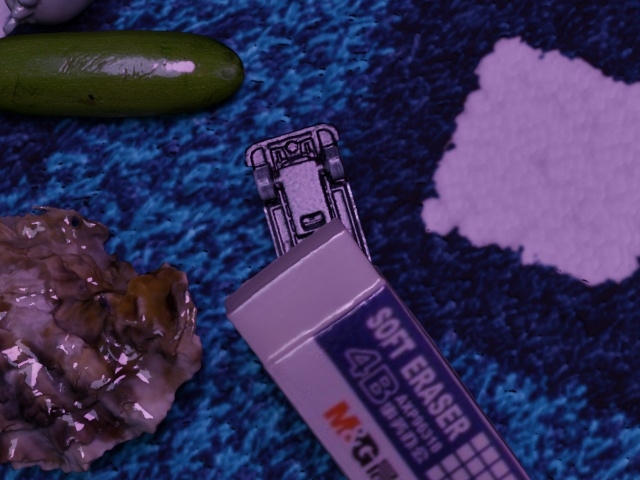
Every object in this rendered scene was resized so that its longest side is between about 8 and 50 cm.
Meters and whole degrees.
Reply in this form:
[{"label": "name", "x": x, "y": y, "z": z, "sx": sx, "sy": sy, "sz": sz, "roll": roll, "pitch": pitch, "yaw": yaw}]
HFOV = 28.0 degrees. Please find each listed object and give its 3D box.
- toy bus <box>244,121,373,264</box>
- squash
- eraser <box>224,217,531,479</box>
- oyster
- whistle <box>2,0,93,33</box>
[{"label": "toy bus", "x": 0.000, "y": 0.000, "z": 1.139, "sx": 0.087, "sy": 0.089, "sz": 0.194, "roll": -17, "pitch": 83, "yaw": 2}, {"label": "squash", "x": -0.217, "y": -0.157, "z": 1.216, "sx": 0.292, "sy": 0.082, "sz": 0.082, "roll": 1, "pitch": 78, "yaw": 10}, {"label": "eraser", "x": 0.049, "y": 0.129, "z": 1.061, "sx": 0.124, "sy": 0.081, "sz": 0.279, "roll": -36, "pitch": 99, "yaw": 3}, {"label": "oyster", "x": -0.275, "y": 0.072, "z": 1.161, "sx": 0.351, "sy": 0.115, "sz": 0.238, "roll": 32, "pitch": 85, "yaw": 14}, {"label": "whistle", "x": -0.224, "y": -0.298, "z": 1.232, "sx": 0.253, "sy": 0.106, "sz": 0.101, "roll": -50, "pitch": 41, "yaw": -3}]
